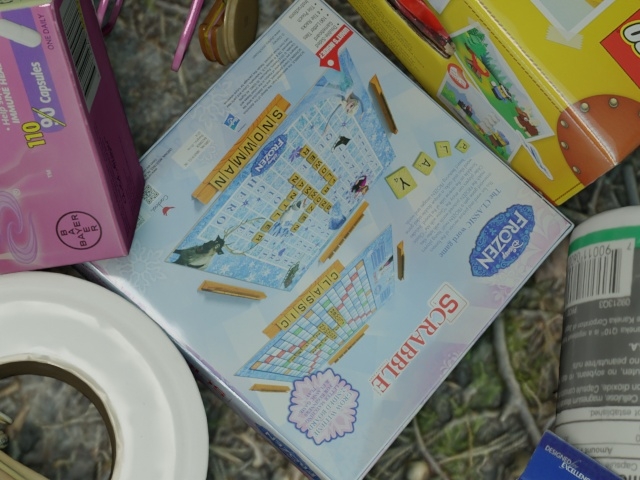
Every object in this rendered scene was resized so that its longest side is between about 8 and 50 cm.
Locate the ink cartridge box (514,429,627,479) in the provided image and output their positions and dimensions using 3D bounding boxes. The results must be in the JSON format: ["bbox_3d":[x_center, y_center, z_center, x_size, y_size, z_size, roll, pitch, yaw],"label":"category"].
[{"bbox_3d":[0.147,0.325,1.063,0.165,0.065,0.333,30,99,33],"label":"ink cartridge box"}]

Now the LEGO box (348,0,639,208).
[{"bbox_3d":[0.188,-0.338,1.260,0.372,0.193,0.500,-40,87,-17],"label":"LEGO box"}]

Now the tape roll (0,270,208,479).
[{"bbox_3d":[-0.233,0.168,1.110,0.286,0.100,0.286,2,77,-10],"label":"tape roll"}]

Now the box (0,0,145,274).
[{"bbox_3d":[-0.279,-0.088,1.061,0.242,0.117,0.214,-7,122,6],"label":"box"}]

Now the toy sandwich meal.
[{"bbox_3d":[-0.080,-0.193,1.240,0.029,0.085,0.086,9,74,14],"label":"toy sandwich meal"}]

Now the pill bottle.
[{"bbox_3d":[0.295,0.167,1.160,0.204,0.204,0.361,9,76,-9],"label":"pill bottle"}]

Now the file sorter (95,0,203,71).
[{"bbox_3d":[-0.215,-0.272,1.146,0.290,0.202,0.182,19,99,-7],"label":"file sorter"}]

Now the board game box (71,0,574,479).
[{"bbox_3d":[0.000,0.000,1.211,0.318,0.066,0.319,43,73,1],"label":"board game box"}]

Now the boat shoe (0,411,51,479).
[{"bbox_3d":[-0.225,0.181,1.011,0.285,0.104,0.089,42,69,-10],"label":"boat shoe"}]
